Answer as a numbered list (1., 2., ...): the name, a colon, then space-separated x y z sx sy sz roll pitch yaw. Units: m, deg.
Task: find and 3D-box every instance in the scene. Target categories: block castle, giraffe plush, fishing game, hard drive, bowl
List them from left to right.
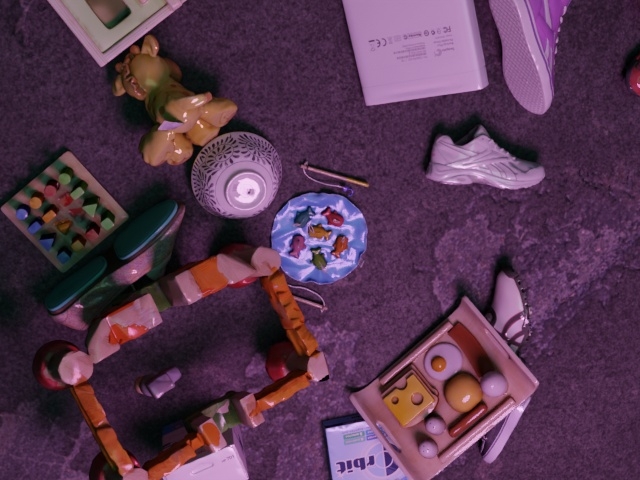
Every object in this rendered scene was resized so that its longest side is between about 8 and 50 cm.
1. giraffe plush: -0.271 -0.245 1.578 0.181 0.210 0.170 -38 78 4
2. block castle: -0.238 0.214 1.611 0.453 0.213 0.303 -30 98 -25
3. bowl: -0.140 -0.102 1.649 0.170 0.080 0.170 -8 116 -16
4. fishing game: 0.000 0.000 1.741 0.189 0.041 0.264 20 100 -12
5. hard drive: 0.145 -0.421 1.588 0.233 0.047 0.353 -3 110 34

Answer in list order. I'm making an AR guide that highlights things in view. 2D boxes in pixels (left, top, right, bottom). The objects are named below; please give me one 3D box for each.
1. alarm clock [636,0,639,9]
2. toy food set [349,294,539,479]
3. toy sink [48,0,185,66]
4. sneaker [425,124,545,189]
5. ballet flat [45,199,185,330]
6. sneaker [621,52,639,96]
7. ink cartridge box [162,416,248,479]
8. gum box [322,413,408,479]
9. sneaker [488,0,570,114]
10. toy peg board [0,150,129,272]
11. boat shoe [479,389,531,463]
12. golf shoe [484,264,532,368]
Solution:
1. alarm clock: 0.667 -0.443 1.711 0.192 0.064 0.129 33 67 8
2. toy food set: 0.230 0.285 1.759 0.306 0.092 0.220 -41 68 6
3. toy sink: -0.317 -0.420 1.529 0.234 0.131 0.153 -37 108 0
4. sneaker: 0.316 -0.157 1.736 0.232 0.090 0.115 3 100 -12
5. ballet flat: -0.349 0.050 1.669 0.316 0.107 0.106 -37 127 5
6. sneaker: 0.710 -0.340 1.738 0.276 0.135 0.097 -19 108 -4
7. ink cartridge box: -0.217 0.392 1.718 0.139 0.191 0.082 -22 109 -3
8. gum box: 0.093 0.440 1.866 0.157 0.041 0.184 -10 105 -8
9. sneaker: 0.410 -0.373 1.676 0.161 0.102 0.282 -38 133 -19
10. toy peg board: -0.451 -0.044 1.626 0.160 0.079 0.161 -40 107 1
11. boat shoe: 0.349 0.363 1.847 0.076 0.080 0.228 29 143 14
12. golf shoe: 0.348 0.185 1.820 0.120 0.105 0.273 -2 104 -5
